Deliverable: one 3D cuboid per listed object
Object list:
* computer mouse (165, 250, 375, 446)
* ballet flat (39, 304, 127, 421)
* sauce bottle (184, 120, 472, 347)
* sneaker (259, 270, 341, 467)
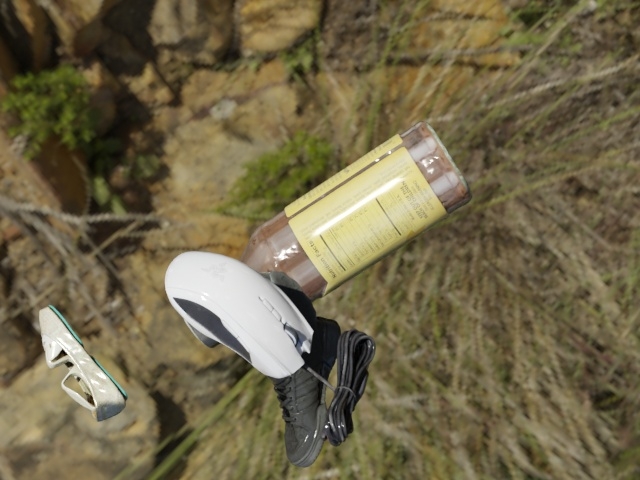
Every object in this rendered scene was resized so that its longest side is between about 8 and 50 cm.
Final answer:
[{"bbox_3d":[-0.038,0.072,0.944,0.193,0.106,0.042,36,139,-11],"label":"computer mouse"},{"bbox_3d":[-0.301,0.149,1.431,0.168,0.052,0.057,46,153,16],"label":"ballet flat"},{"bbox_3d":[0.000,0.000,1.318,0.111,0.344,0.111,56,-172,-13],"label":"sauce bottle"},{"bbox_3d":[-0.033,0.119,1.097,0.089,0.170,0.051,18,167,-32],"label":"sneaker"}]
